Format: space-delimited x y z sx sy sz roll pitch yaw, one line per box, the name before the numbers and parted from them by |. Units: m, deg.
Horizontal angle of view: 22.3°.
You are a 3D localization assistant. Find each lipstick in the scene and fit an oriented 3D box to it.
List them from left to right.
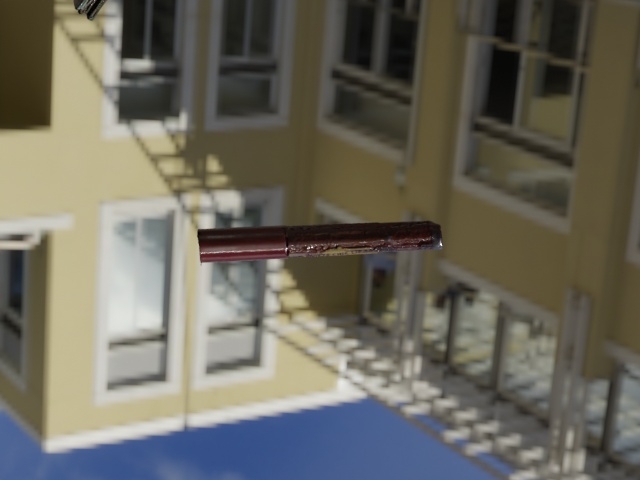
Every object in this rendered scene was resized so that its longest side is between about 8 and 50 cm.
lipstick | 0.000 -0.001 1.171 0.176 0.027 0.027 -3 -163 0

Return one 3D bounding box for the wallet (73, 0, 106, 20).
wallet | -0.193 -0.412 1.888 0.044 0.317 0.169 31 -156 -29
